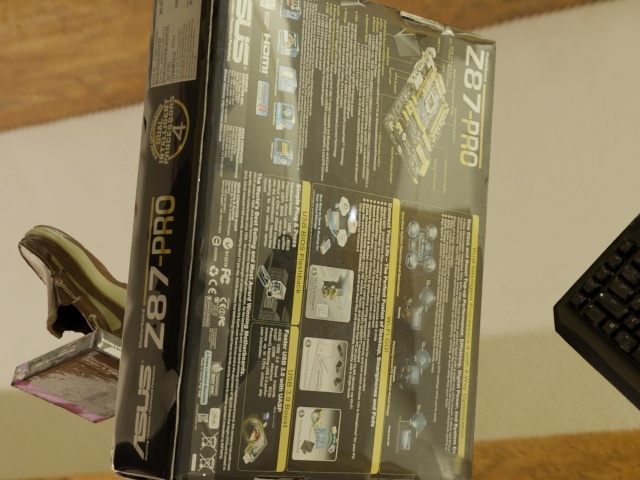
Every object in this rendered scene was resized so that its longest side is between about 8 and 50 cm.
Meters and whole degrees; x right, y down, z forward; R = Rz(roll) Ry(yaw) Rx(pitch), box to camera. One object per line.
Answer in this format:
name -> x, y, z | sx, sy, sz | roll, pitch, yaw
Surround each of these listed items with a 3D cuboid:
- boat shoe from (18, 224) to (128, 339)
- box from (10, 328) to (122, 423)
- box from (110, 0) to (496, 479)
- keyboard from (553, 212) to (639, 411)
boat shoe -> -0.293, 0.069, 1.784 | 0.095, 0.095, 0.257 | -40, -130, -22
box -> -0.237, 0.147, 1.595 | 0.162, 0.116, 0.029 | -22, -132, 43
box -> 0.000, 0.000, 1.210 | 0.097, 0.318, 0.395 | -3, -98, 50
keyboard -> 0.318, 0.074, 0.997 | 0.201, 0.033, 0.317 | -44, -128, -2
